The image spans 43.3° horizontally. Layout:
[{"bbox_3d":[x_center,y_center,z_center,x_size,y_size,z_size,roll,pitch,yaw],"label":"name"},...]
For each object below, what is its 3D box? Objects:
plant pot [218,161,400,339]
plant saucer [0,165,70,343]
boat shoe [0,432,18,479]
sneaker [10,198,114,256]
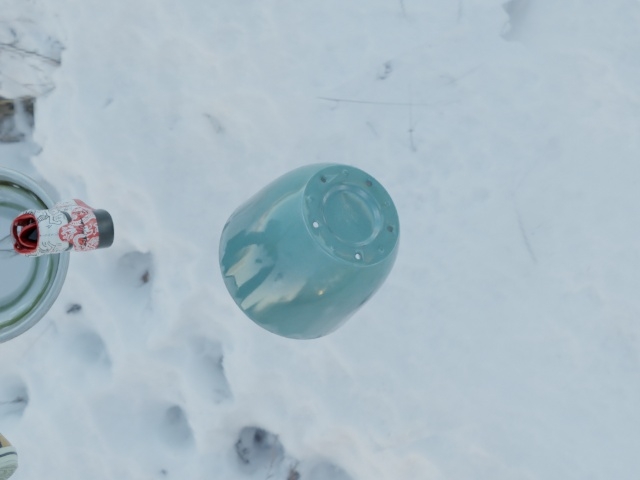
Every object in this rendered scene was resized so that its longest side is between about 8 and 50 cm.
[{"bbox_3d":[0.000,0.000,1.393,0.293,0.293,0.235,58,146,6],"label":"plant pot"},{"bbox_3d":[-0.738,0.037,1.786,0.400,0.100,0.400,0,81,3],"label":"plant saucer"},{"bbox_3d":[-0.795,0.441,1.423,0.156,0.500,0.187,55,135,17],"label":"boat shoe"},{"bbox_3d":[-0.484,-0.025,1.429,0.270,0.145,0.090,8,101,52],"label":"sneaker"}]
